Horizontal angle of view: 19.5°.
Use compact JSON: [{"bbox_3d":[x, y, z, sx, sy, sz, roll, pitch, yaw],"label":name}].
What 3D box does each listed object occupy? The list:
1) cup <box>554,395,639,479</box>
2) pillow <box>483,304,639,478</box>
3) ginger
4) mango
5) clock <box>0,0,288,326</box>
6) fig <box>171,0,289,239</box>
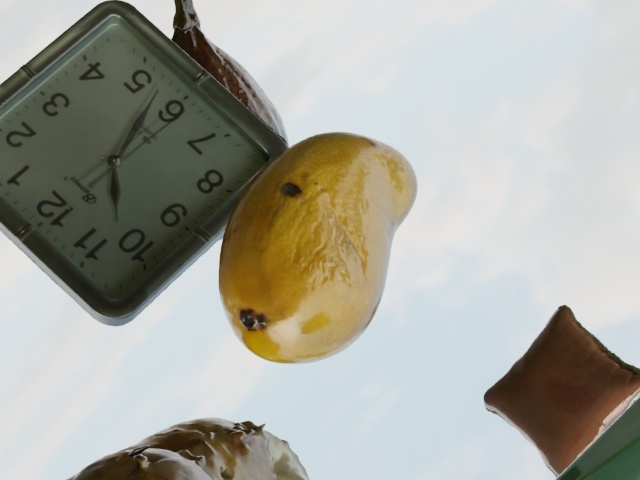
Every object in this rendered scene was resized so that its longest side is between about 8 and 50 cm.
[{"bbox_3d":[0.223,0.215,1.358,0.236,0.148,0.134,-36,163,-22],"label":"cup"},{"bbox_3d":[0.306,0.191,2.319,0.171,0.075,0.179,-51,-131,7],"label":"pillow"},{"bbox_3d":[-0.124,0.251,1.624,0.254,0.176,0.418,-21,175,36],"label":"ginger"},{"bbox_3d":[-0.004,0.003,1.594,0.109,0.157,0.262,-30,-164,40],"label":"mango"},{"bbox_3d":[-0.208,-0.082,1.903,0.279,0.273,0.049,-43,169,-22],"label":"clock"},{"bbox_3d":[-0.153,-0.162,2.059,0.217,0.321,0.217,-9,-165,2],"label":"fig"}]
